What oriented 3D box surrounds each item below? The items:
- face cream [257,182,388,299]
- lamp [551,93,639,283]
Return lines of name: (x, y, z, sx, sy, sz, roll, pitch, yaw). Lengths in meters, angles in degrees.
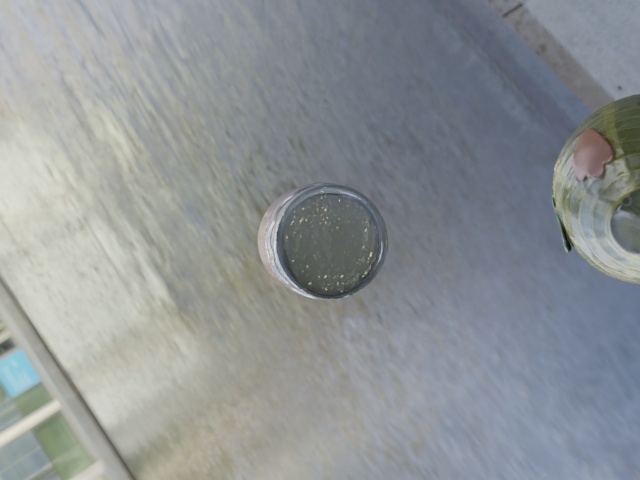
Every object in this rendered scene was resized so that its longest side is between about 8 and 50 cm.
face cream: (0.000, 0.000, 1.301, 0.175, 0.175, 0.195, 59, 171, -5)
lamp: (0.433, -0.075, 1.118, 0.250, 0.284, 0.250, 9, 115, 20)
